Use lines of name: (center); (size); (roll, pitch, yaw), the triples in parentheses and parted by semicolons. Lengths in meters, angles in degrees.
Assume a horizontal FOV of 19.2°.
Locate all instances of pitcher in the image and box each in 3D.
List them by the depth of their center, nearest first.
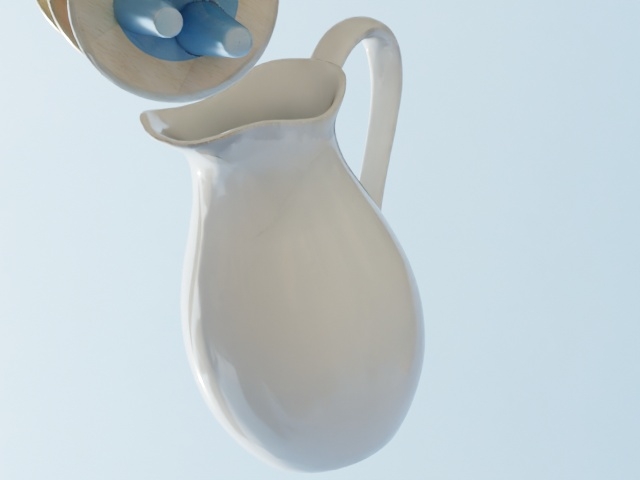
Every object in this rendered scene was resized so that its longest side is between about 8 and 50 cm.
pitcher: (0.000, 0.000, 0.987); (0.125, 0.207, 0.178); (12, -145, 39)

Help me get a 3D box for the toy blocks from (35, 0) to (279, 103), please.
toy blocks: (-0.014, -0.086, 0.488); (0.123, 0.054, 0.148); (-35, -161, -5)
